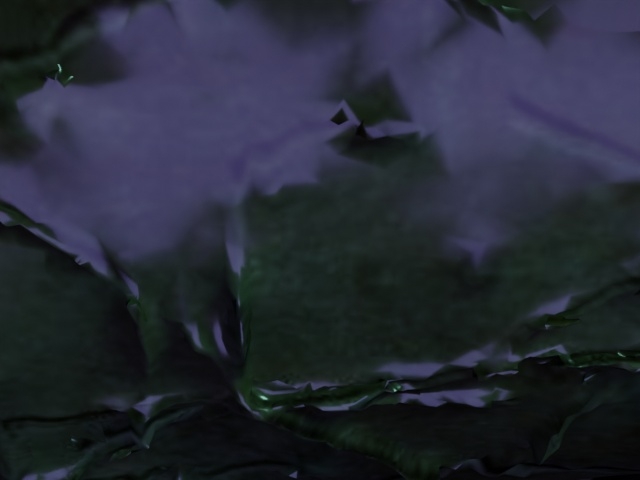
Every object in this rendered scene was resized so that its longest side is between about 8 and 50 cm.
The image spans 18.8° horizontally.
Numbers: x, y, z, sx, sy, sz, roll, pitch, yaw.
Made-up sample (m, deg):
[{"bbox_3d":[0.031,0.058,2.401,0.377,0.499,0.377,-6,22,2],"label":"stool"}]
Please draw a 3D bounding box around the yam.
[{"bbox_3d":[0.039,-0.044,0.425,0.348,0.241,0.241,-5,133,9],"label":"yam"}]
